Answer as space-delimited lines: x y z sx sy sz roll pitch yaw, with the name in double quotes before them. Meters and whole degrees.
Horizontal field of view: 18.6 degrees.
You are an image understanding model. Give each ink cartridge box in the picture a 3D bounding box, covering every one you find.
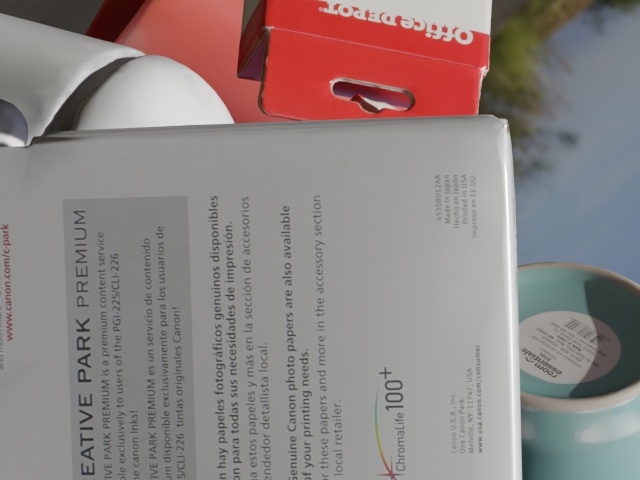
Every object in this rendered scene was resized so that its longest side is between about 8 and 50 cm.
"ink cartridge box" 0.028 -0.158 1.136 0.078 0.134 0.231 133 -35 -68
"ink cartridge box" -0.046 0.103 0.871 0.272 0.309 0.130 -1 -178 6

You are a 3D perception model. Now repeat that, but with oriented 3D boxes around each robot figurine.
"robot figurine" -0.201 -0.049 1.365 0.300 0.353 0.199 29 78 -67

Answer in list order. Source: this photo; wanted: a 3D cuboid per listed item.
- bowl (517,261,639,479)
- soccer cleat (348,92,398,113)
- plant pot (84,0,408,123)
"bowl" 0.193 0.132 1.596 0.311 0.311 0.163 -40 141 -39
"soccer cleat" 0.000 0.000 1.090 0.196 0.076 0.068 -51 -178 -29
"plant pot" -0.031 -0.161 1.540 0.275 0.243 0.275 -51 -163 22
